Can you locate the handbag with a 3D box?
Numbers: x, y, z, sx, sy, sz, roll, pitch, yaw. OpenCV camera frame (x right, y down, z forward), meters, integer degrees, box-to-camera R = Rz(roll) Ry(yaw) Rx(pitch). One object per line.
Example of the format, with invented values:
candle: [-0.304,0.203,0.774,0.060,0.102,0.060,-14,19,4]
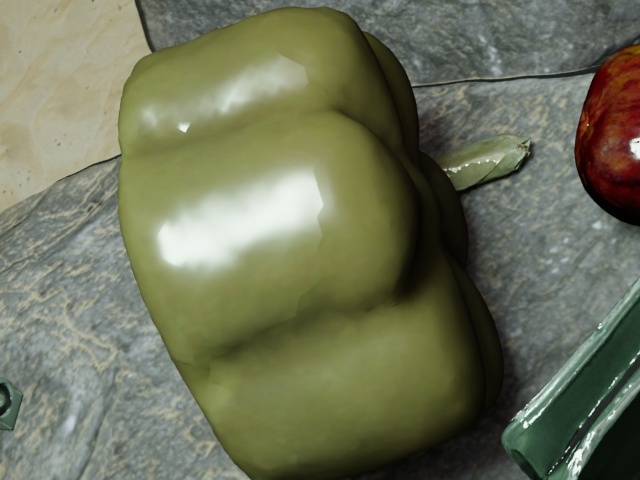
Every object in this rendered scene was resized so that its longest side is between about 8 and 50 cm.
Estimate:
handbag: [0.291,0.149,0.904,0.247,0.260,0.079,-49,55,-4]

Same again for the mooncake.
mooncake: [0.000,0.000,0.990,0.262,0.467,0.467,-18,58,14]

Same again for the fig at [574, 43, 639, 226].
fig: [0.400,-0.097,1.067,0.249,0.186,0.204,17,50,-7]

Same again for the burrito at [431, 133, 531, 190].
burrito: [0.168,-0.085,1.205,0.188,0.045,0.058,-20,64,7]

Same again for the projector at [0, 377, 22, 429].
projector: [-0.457,0.182,1.230,0.115,0.147,0.061,1,63,21]
